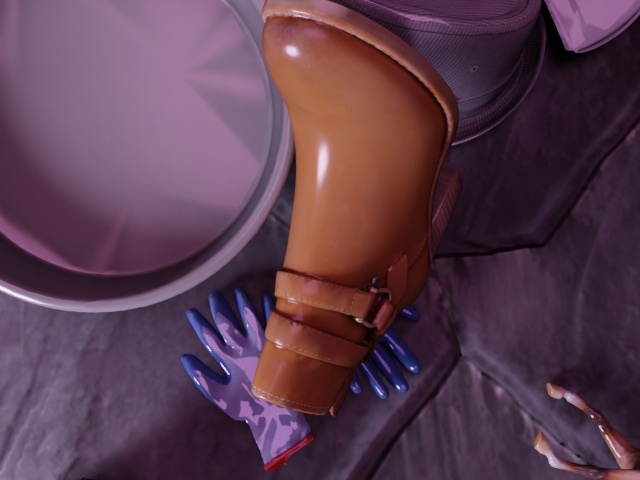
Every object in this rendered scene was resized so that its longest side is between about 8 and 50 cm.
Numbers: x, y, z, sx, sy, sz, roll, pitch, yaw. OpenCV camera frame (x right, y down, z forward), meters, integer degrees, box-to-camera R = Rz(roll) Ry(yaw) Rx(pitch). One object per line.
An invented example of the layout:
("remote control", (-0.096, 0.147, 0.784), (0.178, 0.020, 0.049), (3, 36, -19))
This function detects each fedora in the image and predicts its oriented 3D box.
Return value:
("fedora", (0.086, -0.214, 0.578), (0.275, 0.124, 0.243), (6, 75, -2))

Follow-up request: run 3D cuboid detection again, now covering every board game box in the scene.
("board game box", (-0.199, -0.182, 0.524), (0.233, 0.078, 0.347), (5, 94, -2))

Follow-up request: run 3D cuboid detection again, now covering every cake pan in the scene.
("cake pan", (-0.162, -0.096, 0.464), (0.293, 0.054, 0.293), (0, 94, -2))

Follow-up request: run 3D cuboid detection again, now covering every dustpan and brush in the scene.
("dustpan and brush", (0.307, -0.286, 0.616), (0.211, 0.060, 0.147), (-24, 91, 8))

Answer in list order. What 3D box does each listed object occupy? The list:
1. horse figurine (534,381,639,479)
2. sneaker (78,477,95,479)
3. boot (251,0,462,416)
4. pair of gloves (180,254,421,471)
("horse figurine", (0.238, 0.237, 0.499), (0.174, 0.066, 0.263), (22, 73, 9))
("sneaker", (-0.216, 0.309, 0.445), (0.130, 0.109, 0.286), (29, 85, -2))
("boot", (0.000, 0.000, 0.428), (0.109, 0.283, 0.220), (25, 79, 25))
("pair of gloves", (-0.012, 0.088, 0.545), (0.198, 0.023, 0.159), (-28, 77, -14))
